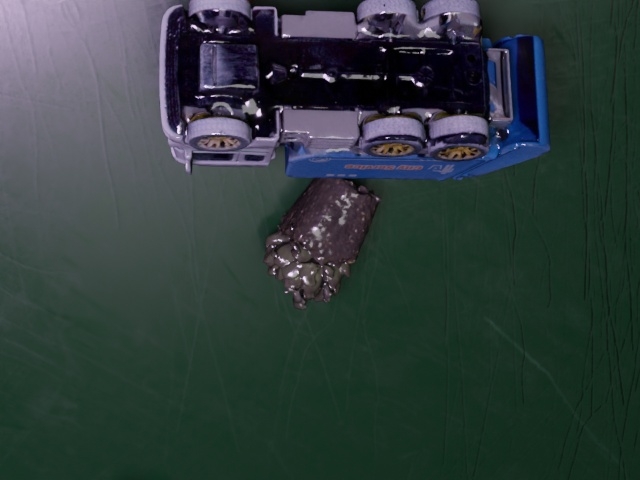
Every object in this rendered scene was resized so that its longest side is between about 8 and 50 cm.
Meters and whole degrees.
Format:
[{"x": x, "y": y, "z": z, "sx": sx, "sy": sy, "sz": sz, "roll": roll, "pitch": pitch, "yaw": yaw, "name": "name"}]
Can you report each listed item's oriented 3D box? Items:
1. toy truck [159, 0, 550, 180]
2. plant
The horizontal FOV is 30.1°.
[{"x": 0.032, "y": -0.134, "z": 1.119, "sx": 0.367, "sy": 0.175, "sz": 0.146, "roll": 2, "pitch": 76, "yaw": -9, "name": "toy truck"}, {"x": 0.000, "y": 0.000, "z": 1.225, "sx": 0.092, "sy": 0.094, "sz": 0.143, "roll": 26, "pitch": 98, "yaw": -29, "name": "plant"}]
